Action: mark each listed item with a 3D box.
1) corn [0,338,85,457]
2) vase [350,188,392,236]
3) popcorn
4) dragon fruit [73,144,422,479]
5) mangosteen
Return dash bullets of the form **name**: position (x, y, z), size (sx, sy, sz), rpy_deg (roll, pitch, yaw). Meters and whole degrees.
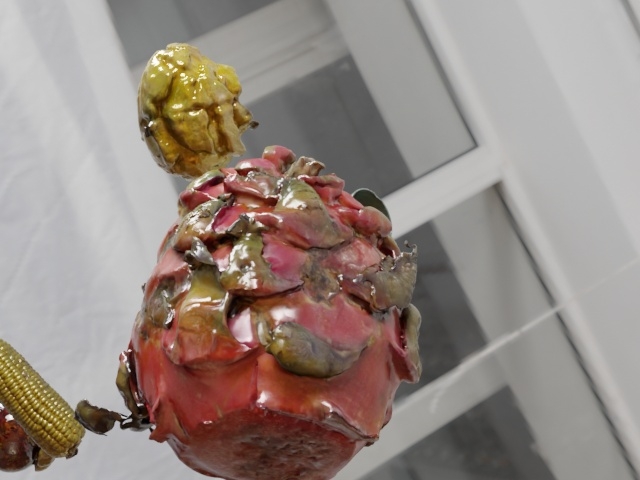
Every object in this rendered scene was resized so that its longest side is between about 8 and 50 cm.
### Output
- **corn**: position (-0.450, 0.233, 1.968), size (0.231, 0.080, 0.080), rpy_deg (50, -20, -6)
- **vase**: position (0.000, 0.000, 2.014), size (0.219, 0.096, 0.096), rpy_deg (-24, -85, 39)
- **popcorn**: position (-0.151, -0.146, 1.515), size (0.148, 0.152, 0.167), rpy_deg (28, -51, 47)
- **dragon fruit**: position (-0.050, 0.063, 1.148), size (0.269, 0.250, 0.291), rpy_deg (-41, -137, 42)
- **mangosteen**: position (-0.564, 0.370, 2.492), size (0.156, 0.181, 0.145), rpy_deg (98, -19, -69)
